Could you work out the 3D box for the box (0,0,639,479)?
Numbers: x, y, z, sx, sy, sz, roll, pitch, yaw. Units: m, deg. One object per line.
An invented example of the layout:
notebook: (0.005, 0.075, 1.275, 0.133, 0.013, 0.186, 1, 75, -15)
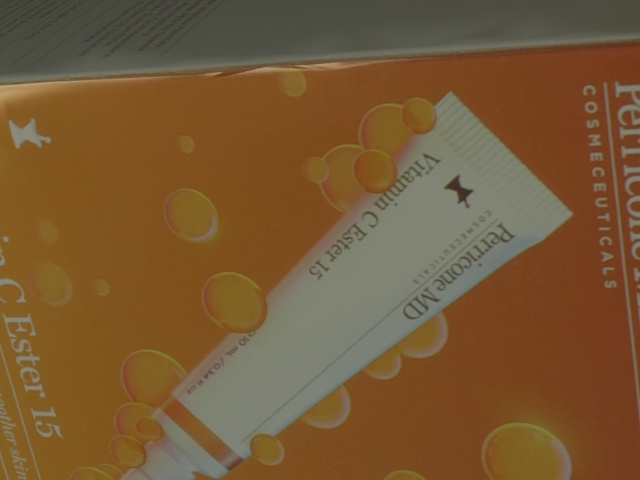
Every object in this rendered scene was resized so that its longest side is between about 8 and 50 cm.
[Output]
box: (0.000, 0.000, 0.629, 0.345, 0.168, 0.215, -2, 115, 22)
